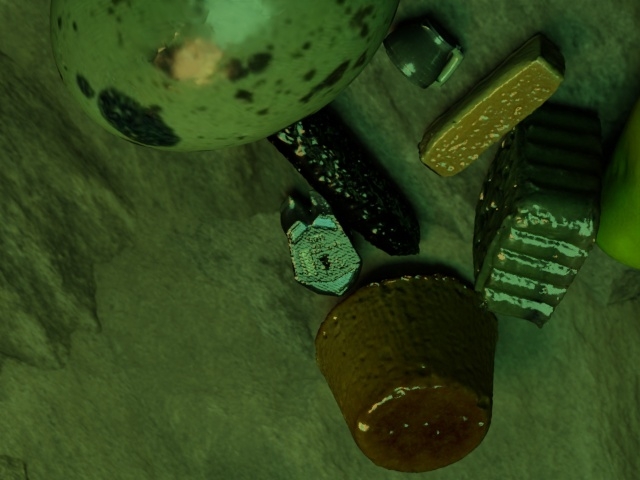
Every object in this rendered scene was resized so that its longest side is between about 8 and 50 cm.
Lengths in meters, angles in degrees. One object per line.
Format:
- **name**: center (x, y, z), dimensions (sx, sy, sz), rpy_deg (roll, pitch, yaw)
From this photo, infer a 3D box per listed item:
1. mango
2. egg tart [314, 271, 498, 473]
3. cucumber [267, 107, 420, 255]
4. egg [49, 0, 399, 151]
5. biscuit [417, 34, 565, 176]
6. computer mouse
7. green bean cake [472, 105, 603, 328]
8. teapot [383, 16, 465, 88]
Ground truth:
- **mango**: center (0.382, -0.067, 1.822), dimensions (0.185, 0.149, 0.273), rpy_deg (25, 139, 6)
- **egg tart**: center (0.107, 0.152, 2.055), dimensions (0.215, 0.171, 0.215), rpy_deg (-5, 132, -6)
- **cucumber**: center (0.020, -0.076, 1.936), dimensions (0.072, 0.072, 0.300), rpy_deg (-27, 122, 29)
- **egg**: center (-0.091, -0.228, 1.674), dimensions (0.287, 0.288, 0.379), rpy_deg (37, 124, -21)
- **biscuit**: center (0.173, -0.136, 1.864), dimensions (0.052, 0.056, 0.188), rpy_deg (37, 128, -18)
- **computer mouse**: center (0.000, 0.000, 2.022), dimensions (0.079, 0.047, 0.135), rpy_deg (-17, 115, 9)
- **green bean cake**: center (0.217, -0.029, 1.872), dimensions (0.094, 0.173, 0.181), rpy_deg (14, 135, -6)
- **teapot**: center (0.108, -0.187, 1.834), dimensions (0.057, 0.066, 0.088), rpy_deg (-40, 138, 17)
